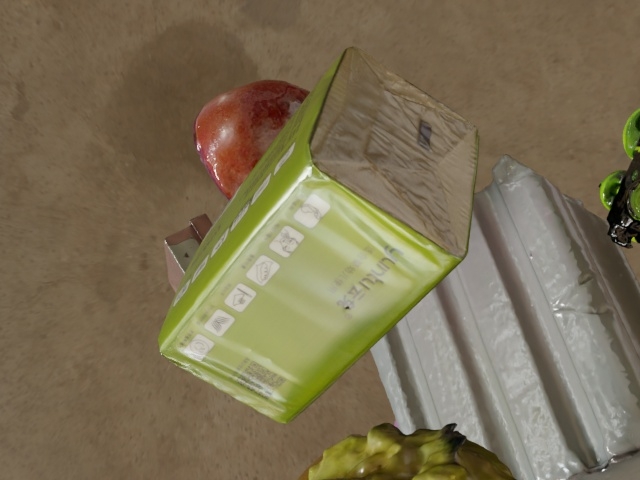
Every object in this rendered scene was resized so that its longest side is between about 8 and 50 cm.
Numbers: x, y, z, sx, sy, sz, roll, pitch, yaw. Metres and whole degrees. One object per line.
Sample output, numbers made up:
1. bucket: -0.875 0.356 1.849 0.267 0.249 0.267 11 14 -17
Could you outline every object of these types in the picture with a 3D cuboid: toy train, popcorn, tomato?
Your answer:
1. toy train: 0.445 -0.120 1.088 0.161 0.100 0.296 18 97 -13
2. popcorn: 0.066 0.284 0.818 0.252 0.286 0.215 -27 105 -25
3. tomato: -0.054 -0.164 1.682 0.176 0.335 0.289 -34 56 31

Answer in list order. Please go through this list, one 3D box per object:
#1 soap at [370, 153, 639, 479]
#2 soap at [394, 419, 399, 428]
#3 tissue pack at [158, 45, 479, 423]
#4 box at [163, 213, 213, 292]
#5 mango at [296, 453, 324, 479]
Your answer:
1. soap: 0.275 0.159 1.242 0.350 0.213 0.435 -39 51 28
2. soap: 0.175 0.419 1.404 0.181 0.081 0.259 21 72 -26
3. tissue pack: 0.000 0.000 0.833 0.167 0.200 0.274 32 129 -13
4. box: -0.187 0.094 1.592 0.086 0.215 0.215 -29 74 -18
5. mango: 0.052 0.529 1.685 0.264 0.221 0.378 23 45 25
